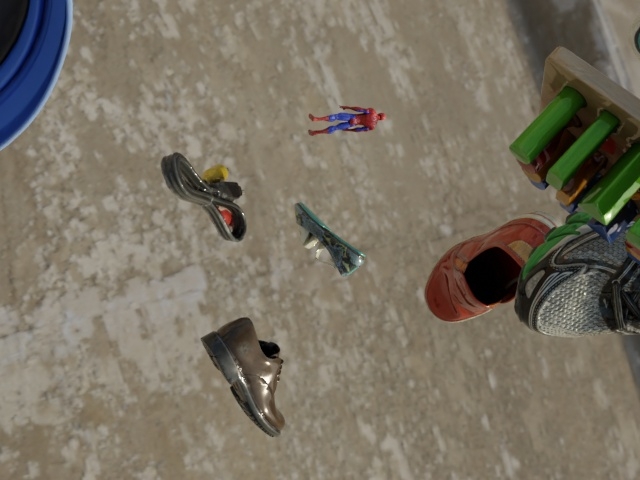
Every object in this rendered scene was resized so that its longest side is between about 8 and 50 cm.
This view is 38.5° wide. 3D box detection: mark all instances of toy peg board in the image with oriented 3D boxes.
[{"bbox_3d":[0.219,-0.043,0.718,0.161,0.079,0.160,42,-8,20],"label":"toy peg board"}]

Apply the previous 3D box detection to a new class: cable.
[{"bbox_3d":[-0.191,-0.064,1.469,0.287,0.072,0.139,2,80,-71],"label":"cable"}]

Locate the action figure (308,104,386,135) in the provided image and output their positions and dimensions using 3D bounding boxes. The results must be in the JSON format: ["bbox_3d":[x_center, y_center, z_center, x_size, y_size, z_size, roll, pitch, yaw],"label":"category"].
[{"bbox_3d":[0.039,-0.169,1.290,0.030,0.115,0.038,-132,-141,-61],"label":"action figure"}]

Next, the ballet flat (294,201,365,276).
[{"bbox_3d":[0.000,0.000,1.670,0.188,0.070,0.070,41,12,36],"label":"ballet flat"}]

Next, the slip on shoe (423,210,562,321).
[{"bbox_3d":[0.246,0.057,1.408,0.101,0.331,0.123,-40,90,-31],"label":"slip on shoe"}]

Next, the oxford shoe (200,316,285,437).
[{"bbox_3d":[-0.087,0.203,1.341,0.096,0.083,0.227,-34,131,-16],"label":"oxford shoe"}]

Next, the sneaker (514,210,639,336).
[{"bbox_3d":[0.351,0.037,0.841,0.146,0.343,0.134,-90,168,-51],"label":"sneaker"}]

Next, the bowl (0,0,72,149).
[{"bbox_3d":[-0.398,-0.202,0.721,0.391,0.391,0.077,37,26,-43],"label":"bowl"}]

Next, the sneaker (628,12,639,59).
[{"bbox_3d":[0.591,-0.375,1.385,0.107,0.275,0.110,35,12,-11],"label":"sneaker"}]
